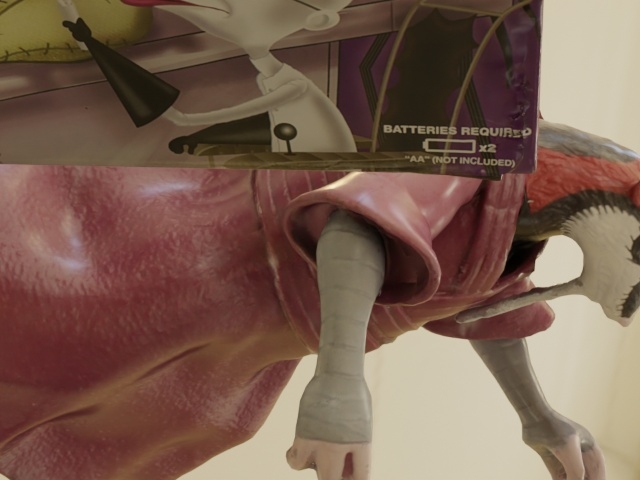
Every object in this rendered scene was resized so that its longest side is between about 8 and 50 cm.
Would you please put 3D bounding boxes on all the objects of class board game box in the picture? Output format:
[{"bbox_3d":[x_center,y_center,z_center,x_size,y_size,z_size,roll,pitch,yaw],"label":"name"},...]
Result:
[{"bbox_3d":[-0.119,-0.104,0.393,0.056,0.347,0.208,-82,-10,-47],"label":"board game box"}]

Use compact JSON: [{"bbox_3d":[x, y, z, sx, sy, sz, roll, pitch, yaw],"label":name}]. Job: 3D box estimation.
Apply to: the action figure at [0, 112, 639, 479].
[{"bbox_3d":[0.000,0.000,0.776,0.248,0.370,0.276,42,-149,-68],"label":"action figure"}]
